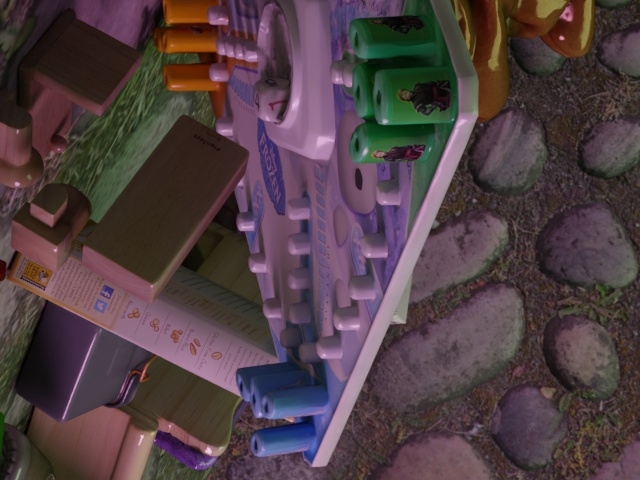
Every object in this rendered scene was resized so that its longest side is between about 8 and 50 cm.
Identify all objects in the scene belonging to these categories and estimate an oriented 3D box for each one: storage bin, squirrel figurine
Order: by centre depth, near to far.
[{"bbox_3d":[-0.196,0.092,1.441,0.091,0.098,0.135,-31,150,-59],"label":"storage bin"},{"bbox_3d":[0.115,-0.294,1.860,0.370,0.281,0.397,-44,149,-40],"label":"squirrel figurine"}]

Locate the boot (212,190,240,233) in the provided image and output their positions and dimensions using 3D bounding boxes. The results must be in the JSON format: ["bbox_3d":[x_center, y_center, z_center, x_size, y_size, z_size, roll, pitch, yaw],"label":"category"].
[{"bbox_3d":[-0.104,-0.032,1.903,0.118,0.042,0.087,126,-16,-84],"label":"boot"}]

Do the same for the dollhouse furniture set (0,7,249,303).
[{"bbox_3d":[-0.138,-0.030,1.077,0.144,0.151,0.123,-57,172,-31],"label":"dollhouse furniture set"}]

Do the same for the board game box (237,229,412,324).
[{"bbox_3d":[0.000,0.000,1.864,0.305,0.053,0.193,-8,-110,57],"label":"board game box"}]

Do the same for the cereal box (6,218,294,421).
[{"bbox_3d":[-0.105,0.058,1.306,0.047,0.240,0.173,-64,173,6],"label":"cereal box"}]

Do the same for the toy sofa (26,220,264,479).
[{"bbox_3d":[-0.138,0.137,1.684,0.150,0.177,0.362,-67,173,33],"label":"toy sofa"}]

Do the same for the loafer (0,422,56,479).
[{"bbox_3d":[-0.279,0.271,1.353,0.087,0.094,0.251,32,84,-52],"label":"loafer"}]

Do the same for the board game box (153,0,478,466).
[{"bbox_3d":[-0.027,-0.112,1.064,0.390,0.050,0.390,109,-29,-52],"label":"board game box"}]

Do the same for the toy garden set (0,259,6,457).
[{"bbox_3d":[-0.240,0.084,0.994,0.244,0.049,0.203,77,14,-72],"label":"toy garden set"}]

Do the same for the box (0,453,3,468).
[{"bbox_3d":[-0.299,0.231,1.185,0.147,0.077,0.180,-58,172,-40],"label":"box"}]
